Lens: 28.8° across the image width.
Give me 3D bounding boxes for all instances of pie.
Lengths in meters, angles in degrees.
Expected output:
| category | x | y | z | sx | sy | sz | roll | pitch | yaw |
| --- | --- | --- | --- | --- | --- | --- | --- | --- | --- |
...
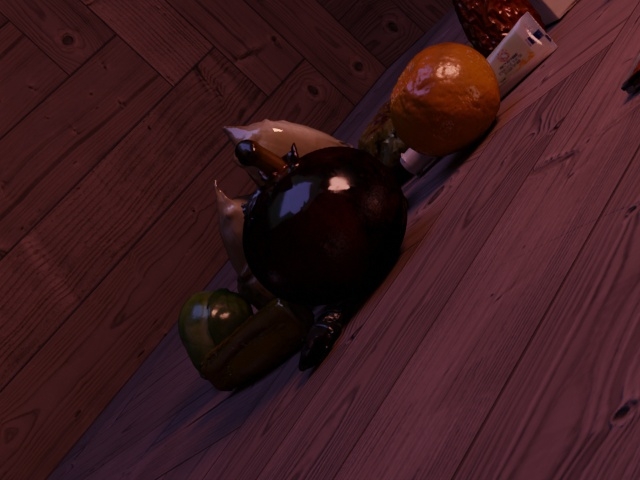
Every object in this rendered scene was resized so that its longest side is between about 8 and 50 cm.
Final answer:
| category | x | y | z | sx | sy | sz | roll | pitch | yaw |
| --- | --- | --- | --- | --- | --- | --- | --- | --- | --- |
| pie | 0.189 | -0.233 | 2.199 | 0.354 | 0.103 | 0.288 | -50 | 10 | -22 |

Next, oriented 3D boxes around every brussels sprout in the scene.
| category | x | y | z | sx | sy | sz | roll | pitch | yaw |
| --- | --- | --- | --- | --- | --- | --- | --- | --- | --- |
| brussels sprout | -0.172 | 0.152 | 2.109 | 0.131 | 0.145 | 0.183 | -21 | 12 | -4 |

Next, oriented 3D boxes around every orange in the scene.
| category | x | y | z | sx | sy | sz | roll | pitch | yaw |
| --- | --- | --- | --- | --- | --- | --- | --- | --- | --- |
| orange | 0.185 | -0.209 | 1.861 | 0.177 | 0.155 | 0.177 | -52 | 0 | 0 |

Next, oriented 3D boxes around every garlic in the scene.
| category | x | y | z | sx | sy | sz | roll | pitch | yaw |
| --- | --- | --- | --- | --- | --- | --- | --- | --- | --- |
| garlic | -0.052 | -0.068 | 2.105 | 0.286 | 0.249 | 0.313 | -34 | -15 | 8 |

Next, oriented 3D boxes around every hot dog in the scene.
| category | x | y | z | sx | sy | sz | roll | pitch | yaw |
| --- | --- | --- | --- | --- | --- | --- | --- | --- | --- |
| hot dog | -0.091 | 0.154 | 1.841 | 0.068 | 0.083 | 0.289 | -28 | -6 | -37 |

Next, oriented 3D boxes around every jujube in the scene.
| category | x | y | z | sx | sy | sz | roll | pitch | yaw |
| --- | --- | --- | --- | --- | --- | --- | --- | --- | --- |
| jujube | 0.285 | -0.358 | 2.005 | 0.109 | 0.176 | 0.112 | -37 | 5 | 36 |

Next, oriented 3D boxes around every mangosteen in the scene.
| category | x | y | z | sx | sy | sz | roll | pitch | yaw |
| --- | --- | --- | --- | --- | --- | --- | --- | --- | --- |
| mangosteen | -0.016 | -0.044 | 1.686 | 0.235 | 0.261 | 0.235 | -37 | 15 | 12 |

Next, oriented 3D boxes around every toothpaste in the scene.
| category | x | y | z | sx | sy | sz | roll | pitch | yaw |
| --- | --- | --- | --- | --- | --- | --- | --- | --- | --- |
| toothpaste | 0.242 | -0.224 | 1.981 | 0.314 | 0.058 | 0.056 | -45 | 21 | 25 |

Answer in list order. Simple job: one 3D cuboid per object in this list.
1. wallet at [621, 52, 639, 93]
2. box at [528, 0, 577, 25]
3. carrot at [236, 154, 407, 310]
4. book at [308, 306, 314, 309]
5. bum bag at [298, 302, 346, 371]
| category | x | y | z | sx | sy | sz | roll | pitch | yaw |
| --- | --- | --- | --- | --- | --- | --- | --- | --- | --- |
| wallet | 0.387 | -0.237 | 1.333 | 0.103 | 0.020 | 0.196 | -40 | 10 | 47 |
| box | 0.327 | -0.490 | 2.163 | 0.111 | 0.260 | 0.194 | -44 | 7 | -8 |
| carrot | 0.000 | 0.000 | 1.957 | 0.302 | 0.138 | 0.139 | -39 | 7 | 2 |
| book | -0.004 | 0.011 | 1.841 | 0.127 | 0.014 | 0.181 | -32 | 48 | 18 |
| bum bag | 0.003 | 0.121 | 1.600 | 0.058 | 0.034 | 0.124 | -59 | -1 | 31 |
